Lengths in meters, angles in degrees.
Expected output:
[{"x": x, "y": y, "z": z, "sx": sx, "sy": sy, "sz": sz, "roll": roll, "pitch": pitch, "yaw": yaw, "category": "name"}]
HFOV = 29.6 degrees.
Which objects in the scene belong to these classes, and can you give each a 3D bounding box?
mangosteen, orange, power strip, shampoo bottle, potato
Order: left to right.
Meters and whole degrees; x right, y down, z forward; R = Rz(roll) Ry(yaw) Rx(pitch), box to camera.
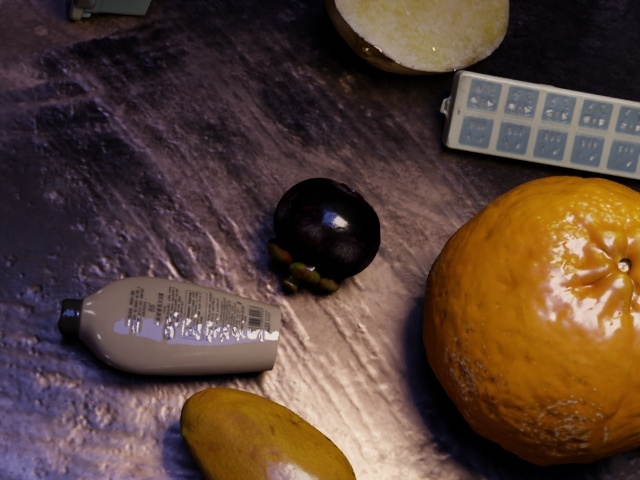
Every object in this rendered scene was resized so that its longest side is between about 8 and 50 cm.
[{"x": -0.178, "y": 0.102, "z": 1.420, "sx": 0.256, "sy": 0.078, "sz": 0.127, "roll": 8, "pitch": 57, "yaw": -8, "category": "shampoo bottle"}, {"x": 0.000, "y": 0.000, "z": 1.496, "sx": 0.137, "sy": 0.137, "sz": 0.151, "roll": 32, "pitch": 95, "yaw": 7, "category": "mangosteen"}, {"x": 0.119, "y": -0.325, "z": 1.694, "sx": 0.299, "sy": 0.116, "sz": 0.239, "roll": -7, "pitch": 74, "yaw": -28, "category": "potato"}, {"x": 0.290, "y": 0.085, "z": 1.398, "sx": 0.340, "sy": 0.293, "sz": 0.341, "roll": 4, "pitch": 62, "yaw": -7, "category": "orange"}, {"x": 0.345, "y": -0.152, "z": 1.653, "sx": 0.367, "sy": 0.043, "sz": 0.106, "roll": 9, "pitch": 101, "yaw": -6, "category": "power strip"}]

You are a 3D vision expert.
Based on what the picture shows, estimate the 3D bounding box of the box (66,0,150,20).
[{"x": -0.287, "y": -0.420, "z": 1.643, "sx": 0.130, "sy": 0.162, "sz": 0.227, "roll": 3, "pitch": 61, "yaw": -21, "category": "box"}]

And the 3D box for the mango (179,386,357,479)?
[{"x": -0.062, "y": 0.248, "z": 1.343, "sx": 0.227, "sy": 0.109, "sz": 0.147, "roll": 34, "pitch": 51, "yaw": 8, "category": "mango"}]
